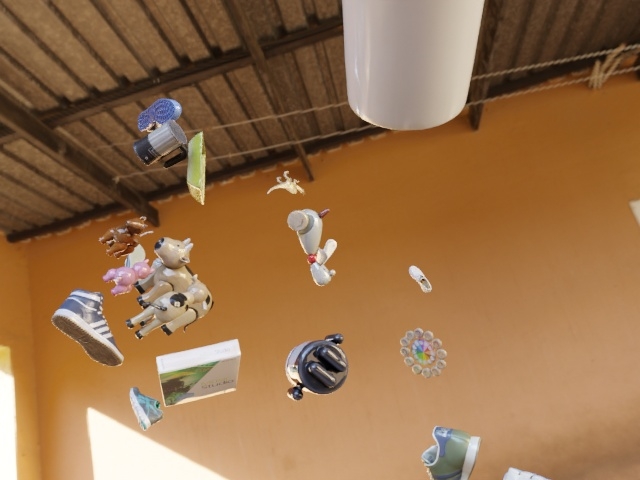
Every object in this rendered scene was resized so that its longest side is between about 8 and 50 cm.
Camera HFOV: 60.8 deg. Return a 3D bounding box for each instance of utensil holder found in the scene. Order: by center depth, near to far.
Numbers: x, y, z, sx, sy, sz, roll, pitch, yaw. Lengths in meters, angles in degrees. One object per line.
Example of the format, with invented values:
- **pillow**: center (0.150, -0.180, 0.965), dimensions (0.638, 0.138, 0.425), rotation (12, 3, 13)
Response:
- **utensil holder**: center (0.208, -0.498, 1.262), dimensions (0.328, 0.327, 0.385), rotation (-12, -44, -8)

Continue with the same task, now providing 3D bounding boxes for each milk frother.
- **milk frother**: center (-0.478, -0.307, 1.658), dimensions (0.135, 0.143, 0.129), rotation (-28, -32, 13)

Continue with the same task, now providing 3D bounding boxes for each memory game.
- **memory game**: center (0.360, 0.397, 1.919), dimensions (0.012, 0.186, 0.186), rotation (-18, -11, -47)

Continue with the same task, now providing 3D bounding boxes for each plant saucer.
- **plant saucer**: center (-0.397, -0.228, 1.746), dimensions (0.045, 0.188, 0.188), rotation (1, -13, -9)

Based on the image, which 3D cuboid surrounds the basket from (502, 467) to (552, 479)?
- **basket**: center (0.516, 0.691, 1.285), dimensions (0.201, 0.254, 0.289), rotation (8, -31, 39)

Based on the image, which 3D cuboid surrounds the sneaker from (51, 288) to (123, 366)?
- **sneaker**: center (-0.724, 0.277, 1.771), dimensions (0.099, 0.153, 0.282), rotation (-20, -54, 21)

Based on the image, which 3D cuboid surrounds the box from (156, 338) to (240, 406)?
- **box**: center (-0.367, 0.408, 1.656), dimensions (0.233, 0.058, 0.322), rotation (-10, -31, -18)

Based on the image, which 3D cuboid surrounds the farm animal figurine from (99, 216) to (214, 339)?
- **farm animal figurine**: center (-0.337, 0.091, 1.232), dimensions (0.172, 0.330, 0.326), rotation (-32, -36, -5)

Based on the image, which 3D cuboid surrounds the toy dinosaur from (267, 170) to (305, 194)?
- **toy dinosaur**: center (-0.129, -0.215, 2.087), dimensions (0.183, 0.092, 0.053), rotation (1, -37, -40)

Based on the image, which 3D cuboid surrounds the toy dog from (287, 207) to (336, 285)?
- **toy dog**: center (0.000, 0.000, 2.207), dimensions (0.161, 0.220, 0.333), rotation (-19, -64, 17)

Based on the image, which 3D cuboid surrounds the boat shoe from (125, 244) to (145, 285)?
- **boat shoe**: center (-0.518, 0.067, 1.510), dimensions (0.049, 0.137, 0.043), rotation (25, -51, -37)

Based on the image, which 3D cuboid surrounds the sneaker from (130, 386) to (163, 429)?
- **sneaker**: center (-0.528, 0.503, 1.658), dimensions (0.076, 0.166, 0.064), rotation (-17, -53, -28)

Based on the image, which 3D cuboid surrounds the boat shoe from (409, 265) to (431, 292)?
- **boat shoe**: center (0.318, 0.120, 1.732), dimensions (0.035, 0.100, 0.035), rotation (-29, -16, -11)

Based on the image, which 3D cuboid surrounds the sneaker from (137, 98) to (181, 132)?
- **sneaker**: center (-0.488, -0.393, 1.728), dimensions (0.091, 0.081, 0.232), rotation (-7, 3, -44)

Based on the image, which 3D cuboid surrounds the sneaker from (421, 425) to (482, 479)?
- **sneaker**: center (0.218, 0.394, 0.954), dimensions (0.064, 0.086, 0.192), rotation (-48, -30, -51)

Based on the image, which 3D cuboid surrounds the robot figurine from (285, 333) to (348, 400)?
- **robot figurine**: center (-0.015, 0.407, 1.763), dimensions (0.209, 0.173, 0.278), rotation (-11, -8, -19)
